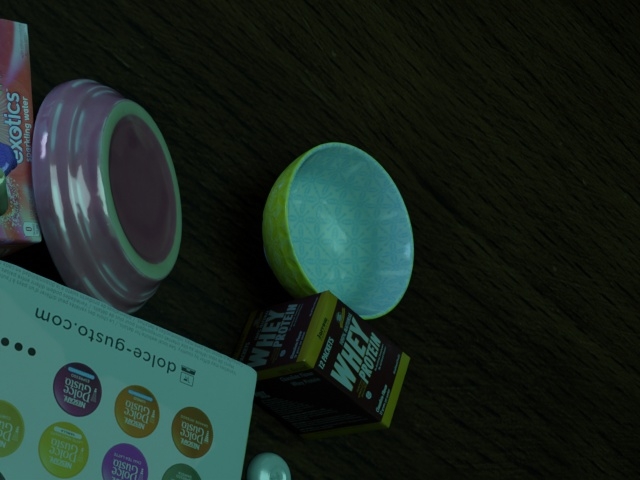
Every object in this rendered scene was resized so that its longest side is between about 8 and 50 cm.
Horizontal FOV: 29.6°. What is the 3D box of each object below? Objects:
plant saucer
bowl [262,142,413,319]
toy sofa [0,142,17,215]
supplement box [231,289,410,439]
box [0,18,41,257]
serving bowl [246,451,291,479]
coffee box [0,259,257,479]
[{"bbox_3d":[-0.277,-0.062,1.661,0.332,0.084,0.332,-10,90,-73],"label":"plant saucer"},{"bbox_3d":[0.000,0.000,1.966,0.289,0.156,0.289,17,66,-41],"label":"bowl"},{"bbox_3d":[-0.529,-0.105,1.352,0.362,0.150,0.177,23,75,-7],"label":"toy sofa"},{"bbox_3d":[-0.005,0.198,1.875,0.194,0.191,0.129,41,53,-28],"label":"supplement box"},{"bbox_3d":[-0.467,-0.131,1.550,0.154,0.142,0.300,5,74,-43],"label":"box"},{"bbox_3d":[-0.075,0.368,1.871,0.083,0.027,0.083,15,68,-41],"label":"serving bowl"},{"bbox_3d":[-0.312,0.259,1.201,0.338,0.338,0.334,27,57,-32],"label":"coffee box"}]
